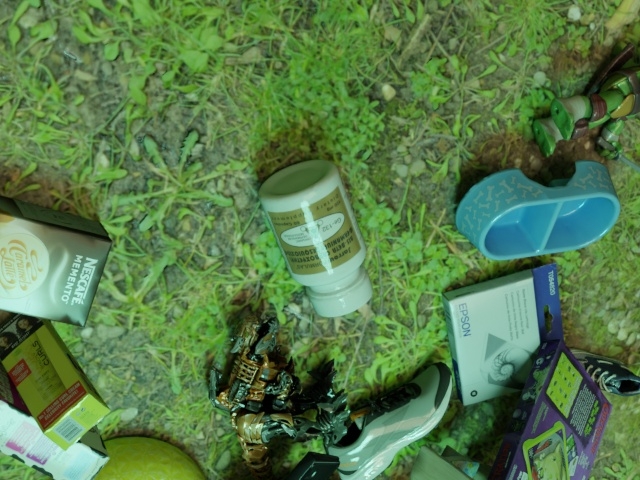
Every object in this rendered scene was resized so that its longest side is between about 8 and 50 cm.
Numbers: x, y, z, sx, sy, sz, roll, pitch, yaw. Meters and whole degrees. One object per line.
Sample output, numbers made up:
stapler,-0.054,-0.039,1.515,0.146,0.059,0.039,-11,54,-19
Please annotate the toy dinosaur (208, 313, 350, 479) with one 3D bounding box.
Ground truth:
toy dinosaur,-0.076,0.271,1.717,0.218,0.164,0.322,-2,131,-9

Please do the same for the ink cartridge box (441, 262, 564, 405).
ink cartridge box,0.342,0.170,1.880,0.224,0.045,0.223,-16,113,-9

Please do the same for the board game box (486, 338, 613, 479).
board game box,0.400,0.371,1.820,0.208,0.056,0.347,47,54,-24

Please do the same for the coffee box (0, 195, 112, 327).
coffee box,-0.438,0.019,1.473,0.247,0.098,0.141,15,101,-27

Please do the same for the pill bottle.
pill bottle,0.000,0.000,1.642,0.131,0.131,0.229,-28,116,-13

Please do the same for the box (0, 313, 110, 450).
box,-0.387,0.189,1.474,0.087,0.232,0.058,-41,137,-6

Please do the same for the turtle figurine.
turtle figurine,0.520,-0.185,1.776,0.266,0.198,0.274,-15,109,-14

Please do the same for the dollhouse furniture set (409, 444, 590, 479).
dollhouse furniture set,0.316,0.592,1.857,0.362,0.256,0.394,13,102,-43

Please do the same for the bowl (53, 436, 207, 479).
bowl,-0.294,0.471,1.632,0.290,0.156,0.289,-3,102,-16

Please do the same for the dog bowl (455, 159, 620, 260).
dog bowl,0.381,-0.046,1.785,0.297,0.074,0.166,-8,137,-19

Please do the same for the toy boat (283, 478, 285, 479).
toy boat,0.019,0.509,1.807,0.231,0.151,0.151,21,98,-28

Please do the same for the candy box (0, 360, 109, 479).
candy box,-0.433,0.257,1.520,0.233,0.159,0.071,36,92,-28

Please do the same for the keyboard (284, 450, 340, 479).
keyboard,-0.107,0.458,1.657,0.317,0.033,0.201,-51,154,6

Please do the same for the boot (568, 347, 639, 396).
boot,0.525,0.254,1.983,0.190,0.086,0.069,6,104,-25

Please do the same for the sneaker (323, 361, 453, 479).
sneaker,0.122,0.308,1.819,0.271,0.100,0.108,-42,113,-6
